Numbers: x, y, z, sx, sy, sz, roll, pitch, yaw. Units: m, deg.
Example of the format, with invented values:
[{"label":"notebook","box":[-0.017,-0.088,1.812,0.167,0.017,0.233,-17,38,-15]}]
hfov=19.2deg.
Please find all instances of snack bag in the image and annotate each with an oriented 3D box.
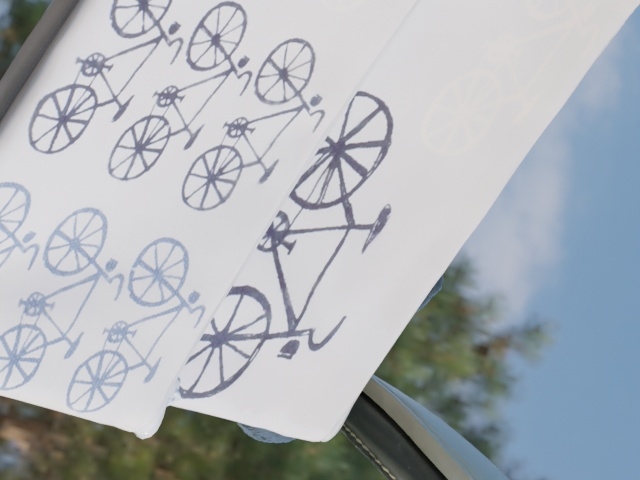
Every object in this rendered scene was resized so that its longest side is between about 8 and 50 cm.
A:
[{"label":"snack bag","box":[-0.005,-0.045,0.853,0.037,0.342,0.323,40,-80,36]}]

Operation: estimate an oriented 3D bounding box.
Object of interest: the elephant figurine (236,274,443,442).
[{"label":"elephant figurine","box":[0.000,0.000,1.214,0.239,0.169,0.186,-42,-134,-3]}]

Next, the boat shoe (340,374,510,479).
[{"label":"boat shoe","box":[0.093,0.198,1.093,0.099,0.116,0.319,-48,-120,7]}]
